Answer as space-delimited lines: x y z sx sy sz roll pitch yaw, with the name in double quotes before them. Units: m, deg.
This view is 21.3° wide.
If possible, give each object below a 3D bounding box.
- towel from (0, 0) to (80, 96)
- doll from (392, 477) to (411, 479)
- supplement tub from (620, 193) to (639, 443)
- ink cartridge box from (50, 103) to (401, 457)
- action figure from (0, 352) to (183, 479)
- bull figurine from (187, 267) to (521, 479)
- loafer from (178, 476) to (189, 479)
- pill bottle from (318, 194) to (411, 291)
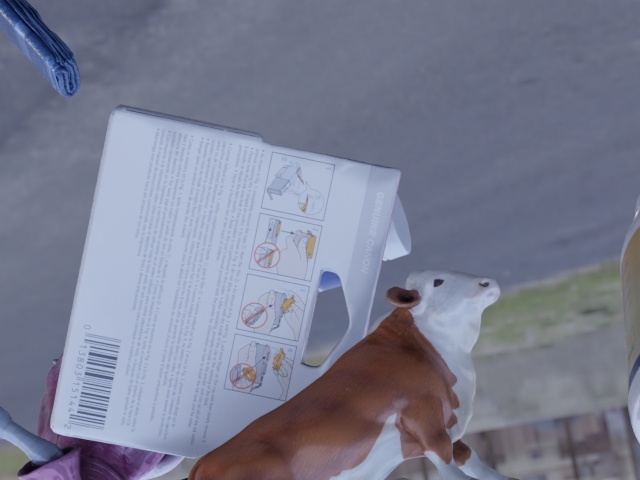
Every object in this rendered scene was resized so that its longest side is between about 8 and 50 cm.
"towel" -0.259 -0.185 1.532 0.029 0.119 0.067 -39 165 -14
"doll" 0.137 0.300 1.681 0.046 0.189 0.129 -43 154 -12
"supplement tub" 0.421 0.072 1.720 0.228 0.316 0.228 3 130 4
"ink cartridge box" -0.086 0.049 1.523 0.261 0.296 0.066 12 -174 -4
"action figure" -0.246 0.271 1.782 0.275 0.370 0.248 16 137 -5
"bull figurine" 0.044 0.159 1.374 0.310 0.188 0.101 -36 151 -2
"loafer" -0.050 0.330 1.530 0.130 0.134 0.366 -30 138 -4
"pill bottle" 0.000 0.000 1.895 0.186 0.112 0.112 -17 171 14
